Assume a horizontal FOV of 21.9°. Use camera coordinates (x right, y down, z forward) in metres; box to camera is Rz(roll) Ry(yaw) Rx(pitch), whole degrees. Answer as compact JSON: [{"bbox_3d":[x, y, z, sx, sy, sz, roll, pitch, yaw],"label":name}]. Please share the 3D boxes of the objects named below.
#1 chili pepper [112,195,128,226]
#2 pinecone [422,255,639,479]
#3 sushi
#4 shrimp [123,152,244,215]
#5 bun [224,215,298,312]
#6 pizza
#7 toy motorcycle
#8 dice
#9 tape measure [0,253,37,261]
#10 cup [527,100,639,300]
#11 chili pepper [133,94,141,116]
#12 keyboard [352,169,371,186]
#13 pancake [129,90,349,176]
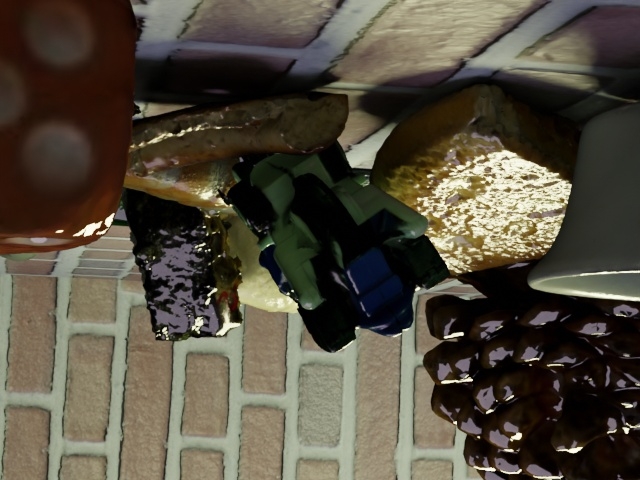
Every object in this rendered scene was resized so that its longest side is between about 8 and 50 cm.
[{"bbox_3d":[-0.239,-0.045,1.930,0.216,0.062,0.108,0,174,3],"label":"chili pepper"},{"bbox_3d":[0.313,0.086,1.720,0.397,0.398,0.398,2,174,0],"label":"pinecone"},{"bbox_3d":[-0.148,0.005,1.824,0.115,0.213,0.147,-11,-149,-3],"label":"sushi"},{"bbox_3d":[-0.191,-0.069,1.642,0.287,0.068,0.185,2,173,15],"label":"shrimp"},{"bbox_3d":[-0.090,0.006,2.015,0.229,0.145,0.229,20,180,0],"label":"bun"},{"bbox_3d":[0.122,-0.054,1.453,0.257,0.087,0.268,-18,153,38],"label":"pizza"},{"bbox_3d":[0.000,0.000,1.467,0.125,0.196,0.331,-35,-159,-7],"label":"toy motorcycle"},{"bbox_3d":[-0.218,-0.082,1.017,0.179,0.175,0.174,1,175,-26],"label":"dice"},{"bbox_3d":[-0.260,-0.072,1.216,0.207,0.115,0.235,34,166,-13],"label":"tape measure"},{"bbox_3d":[0.335,-0.040,1.276,0.347,0.163,0.347,2,173,0],"label":"cup"},{"bbox_3d":[-0.201,-0.106,1.291,0.070,0.073,0.123,51,149,-20],"label":"chili pepper"},{"bbox_3d":[-0.028,-0.073,1.815,0.176,0.014,0.055,3,171,-10],"label":"keyboard"},{"bbox_3d":[-0.079,-0.088,1.367,0.212,0.056,0.257,-10,-174,2],"label":"pancake"}]
